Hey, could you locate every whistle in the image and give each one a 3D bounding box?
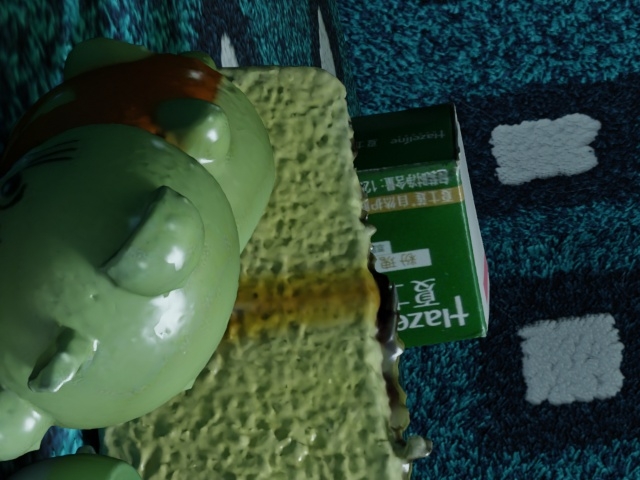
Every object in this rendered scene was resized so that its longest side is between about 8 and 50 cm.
[{"bbox_3d":[-0.081,-0.017,0.622,0.106,0.131,0.288,36,24,-15],"label":"whistle"}]

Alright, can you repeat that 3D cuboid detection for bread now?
[{"bbox_3d":[-0.058,0.048,0.773,0.178,0.142,0.266,-36,-127,49],"label":"bread"}]

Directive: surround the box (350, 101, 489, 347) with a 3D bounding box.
[{"bbox_3d":[0.000,0.000,0.943,0.081,0.199,0.135,-82,162,-57],"label":"box"}]

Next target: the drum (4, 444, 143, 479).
[{"bbox_3d":[-0.086,0.169,0.656,0.253,0.049,0.130,69,15,-66],"label":"drum"}]
